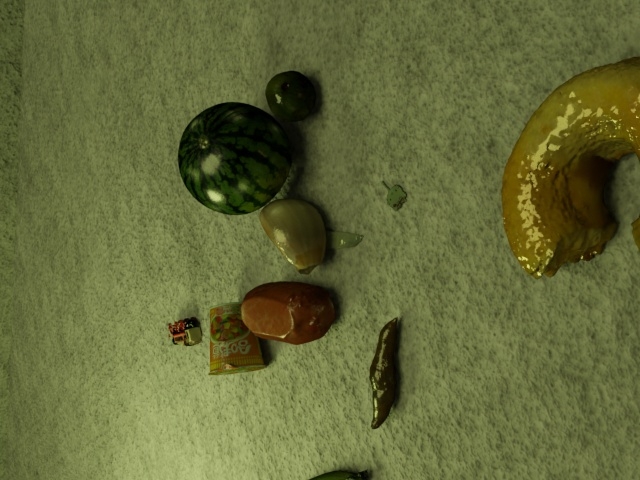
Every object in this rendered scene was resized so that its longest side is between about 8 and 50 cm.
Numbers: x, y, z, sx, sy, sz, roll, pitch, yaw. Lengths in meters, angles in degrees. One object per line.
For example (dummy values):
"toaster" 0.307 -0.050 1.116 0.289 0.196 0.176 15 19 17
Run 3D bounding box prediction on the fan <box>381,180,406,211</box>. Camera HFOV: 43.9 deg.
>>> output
"fan" 0.161 -0.106 1.775 0.083 0.004 0.056 53 130 31

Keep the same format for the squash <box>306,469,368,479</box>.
"squash" 0.005 0.631 1.991 0.331 0.087 0.087 -35 69 43

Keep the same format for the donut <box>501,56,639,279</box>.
"donut" 0.476 -0.112 1.299 0.435 0.163 0.378 -10 87 49

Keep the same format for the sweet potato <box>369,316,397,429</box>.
"sweet potato" 0.144 0.300 1.805 0.067 0.067 0.274 17 106 46

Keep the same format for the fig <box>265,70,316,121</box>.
"fig" -0.085 -0.351 1.940 0.156 0.123 0.123 4 98 60

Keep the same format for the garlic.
"garlic" -0.078 -0.026 1.965 0.245 0.145 0.164 46 144 48

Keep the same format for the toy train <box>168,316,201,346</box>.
"toy train" -0.423 0.286 2.452 0.138 0.050 0.087 -18 85 48

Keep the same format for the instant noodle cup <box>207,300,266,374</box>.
"instant noodle cup" -0.239 0.267 2.173 0.168 0.168 0.185 -23 70 47

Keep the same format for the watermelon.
"watermelon" -0.212 -0.205 1.975 0.285 0.285 0.285 8 101 48

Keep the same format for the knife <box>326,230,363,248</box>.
"knife" -0.002 0.000 1.964 0.298 0.017 0.047 -1 84 49

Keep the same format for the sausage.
"sausage" -0.084 0.178 1.986 0.268 0.141 0.153 0 94 46
